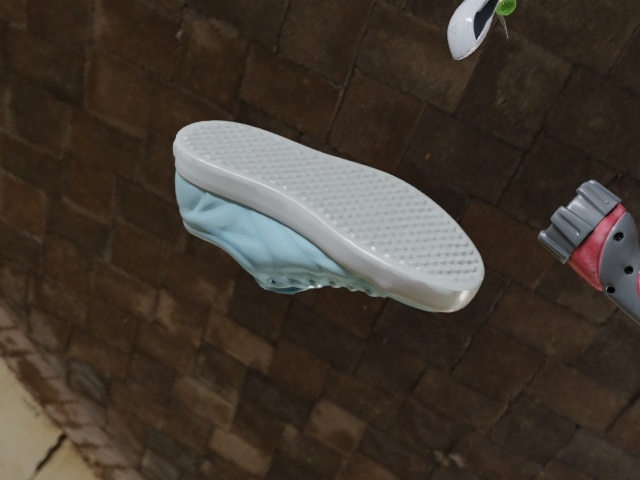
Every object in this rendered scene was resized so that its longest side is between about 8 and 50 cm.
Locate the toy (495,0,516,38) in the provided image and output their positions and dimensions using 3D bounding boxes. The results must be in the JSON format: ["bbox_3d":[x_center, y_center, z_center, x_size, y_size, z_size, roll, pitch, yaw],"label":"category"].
[{"bbox_3d":[0.350,-0.512,1.820,0.056,0.237,0.137,-16,127,12],"label":"toy"}]

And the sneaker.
[{"bbox_3d":[0.000,0.000,0.981,0.366,0.135,0.150,29,133,25],"label":"sneaker"}]

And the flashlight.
[{"bbox_3d":[0.398,0.060,1.069,0.304,0.103,0.103,42,169,16],"label":"flashlight"}]

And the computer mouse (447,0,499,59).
[{"bbox_3d":[0.224,-0.340,1.319,0.042,0.193,0.106,36,150,-19],"label":"computer mouse"}]
